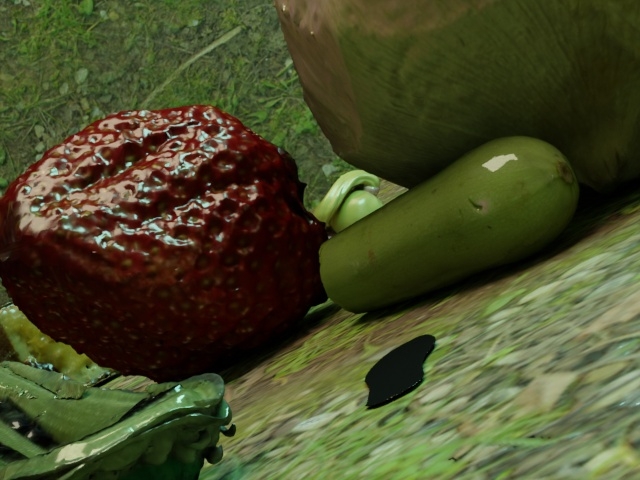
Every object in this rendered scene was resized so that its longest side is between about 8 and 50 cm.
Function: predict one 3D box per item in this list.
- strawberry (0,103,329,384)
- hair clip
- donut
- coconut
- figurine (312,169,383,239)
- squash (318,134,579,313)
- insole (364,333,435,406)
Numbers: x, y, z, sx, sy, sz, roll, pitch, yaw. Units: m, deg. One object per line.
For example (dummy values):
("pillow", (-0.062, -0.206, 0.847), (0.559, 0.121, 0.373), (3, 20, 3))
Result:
("strawberry", (-0.140, -0.002, 1.191), (0.288, 0.239, 0.250), (0, -26, -38))
("hair clip", (-0.163, 0.129, 0.816), (0.138, 0.091, 0.321), (-20, 11, -33))
("donut", (-0.330, 0.141, 1.620), (0.217, 0.141, 0.085), (-24, -5, -20))
("coconut", (0.154, -0.191, 1.048), (0.404, 0.405, 0.404), (-28, 4, 2))
("figurine", (0.000, 0.000, 1.576), (0.187, 0.083, 0.083), (-38, 5, -7))
("squash", (0.079, -0.003, 0.974), (0.083, 0.083, 0.250), (-30, 1, -38))
("insole", (0.043, 0.069, 0.768), (0.045, 0.002, 0.135), (-29, 3, 7))
